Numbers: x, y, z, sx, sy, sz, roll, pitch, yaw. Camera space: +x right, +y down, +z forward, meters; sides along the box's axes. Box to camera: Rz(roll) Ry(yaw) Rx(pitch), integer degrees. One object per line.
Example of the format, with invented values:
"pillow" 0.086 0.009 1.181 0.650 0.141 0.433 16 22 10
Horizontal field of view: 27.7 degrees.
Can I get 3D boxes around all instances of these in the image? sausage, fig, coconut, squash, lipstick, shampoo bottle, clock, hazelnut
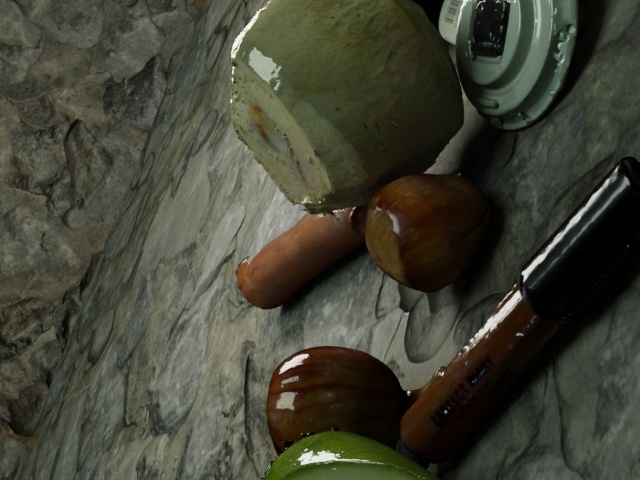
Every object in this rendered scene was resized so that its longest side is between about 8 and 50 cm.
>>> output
"sausage" 0.000 0.000 1.855 0.419 0.094 0.094 -36 75 54
"fig" 0.045 0.198 1.489 0.175 0.207 0.175 -7 -90 -89
"coconut" 0.036 -0.191 1.609 0.254 0.297 0.297 -36 12 -18
"squash" 0.051 0.297 1.265 0.189 0.189 0.260 -66 19 1
"lipstick" 0.199 0.088 1.286 0.418 0.077 0.077 -55 23 32
"shampoo bottle" 0.221 -0.288 1.662 0.108 0.051 0.221 -63 24 9
"clock" 0.217 -0.248 1.532 0.236 0.053 0.237 -179 90 -66
"hazelnut" 0.128 -0.011 1.516 0.150 0.150 0.150 -51 25 36

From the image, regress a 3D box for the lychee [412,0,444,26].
"lychee" 0.064 -0.397 1.861 0.304 0.275 0.276 -4 63 47
